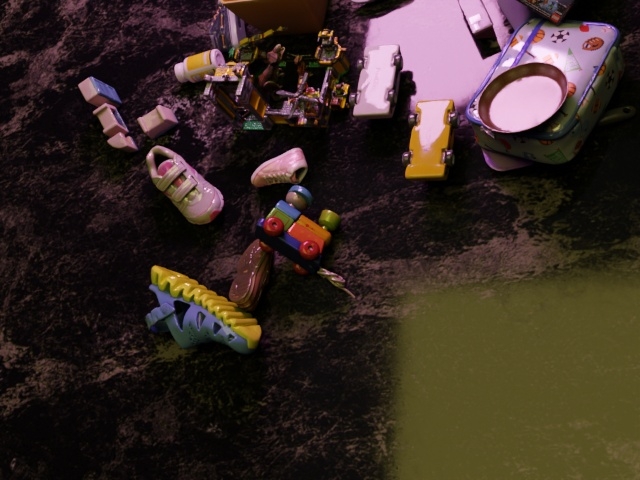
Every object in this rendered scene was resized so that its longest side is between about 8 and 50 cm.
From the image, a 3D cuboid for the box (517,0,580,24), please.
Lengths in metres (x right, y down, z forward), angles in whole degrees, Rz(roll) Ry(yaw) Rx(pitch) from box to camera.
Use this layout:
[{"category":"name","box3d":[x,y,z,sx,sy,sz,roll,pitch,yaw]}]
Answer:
[{"category":"box","box3d":[0.468,-0.541,1.587,0.159,0.044,0.233,36,55,13]}]

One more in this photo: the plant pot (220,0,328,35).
[{"category":"plant pot","box3d":[-0.081,-0.598,1.855,0.212,0.187,0.212,2,69,24]}]

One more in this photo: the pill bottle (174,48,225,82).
[{"category":"pill bottle","box3d":[-0.299,-0.428,1.950,0.116,0.065,0.065,-11,65,18]}]

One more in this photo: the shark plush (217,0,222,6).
[{"category":"shark plush","box3d":[-0.185,-0.598,1.997,0.161,0.073,0.067,27,101,10]}]

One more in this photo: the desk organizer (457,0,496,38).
[{"category":"desk organizer","box3d":[0.336,-0.491,1.706,0.047,0.050,0.130,-24,61,13]}]

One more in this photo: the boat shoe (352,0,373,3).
[{"category":"boat shoe","box3d":[0.140,-0.581,1.837,0.142,0.040,0.049,-14,73,18]}]

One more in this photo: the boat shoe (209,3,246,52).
[{"category":"boat shoe","box3d":[-0.236,-0.556,1.948,0.083,0.065,0.183,-3,93,25]}]

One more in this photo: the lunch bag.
[{"category":"lunch bag","box3d":[0.427,-0.293,1.526,0.243,0.115,0.303,23,70,37]}]

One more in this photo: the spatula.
[{"category":"spatula","box3d":[0.467,-0.206,1.541,0.296,0.030,0.084,-18,60,15]}]

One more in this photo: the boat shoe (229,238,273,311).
[{"category":"boat shoe","box3d":[-0.139,0.071,1.676,0.064,0.060,0.178,-7,49,33]}]

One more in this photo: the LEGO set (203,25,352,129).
[{"category":"LEGO set","box3d":[-0.107,-0.379,1.771,0.331,0.192,0.255,14,75,28]}]

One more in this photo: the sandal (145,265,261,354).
[{"category":"sandal","box3d":[-0.256,0.171,1.659,0.317,0.126,0.138,24,90,36]}]

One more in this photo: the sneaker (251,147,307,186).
[{"category":"sneaker","box3d":[-0.088,-0.146,1.747,0.134,0.051,0.070,-30,55,5]}]

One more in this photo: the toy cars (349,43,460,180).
[{"category":"toy cars","box3d":[0.181,-0.261,1.663,0.176,0.087,0.394,-35,56,1]}]

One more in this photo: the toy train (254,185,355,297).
[{"category":"toy train","box3d":[0.000,0.000,1.636,0.248,0.105,0.143,33,65,4]}]

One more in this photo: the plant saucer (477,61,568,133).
[{"category":"plant saucer","box3d":[0.370,-0.254,1.434,0.168,0.029,0.168,-18,49,21]}]

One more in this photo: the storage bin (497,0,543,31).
[{"category":"storage bin","box3d":[0.436,-0.496,1.642,0.091,0.098,0.135,-57,46,48]}]

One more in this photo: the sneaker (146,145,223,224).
[{"category":"sneaker","box3d":[-0.325,-0.129,1.809,0.252,0.111,0.103,39,88,31]}]

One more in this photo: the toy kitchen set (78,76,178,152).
[{"category":"toy kitchen set","box3d":[-0.470,-0.336,1.979,0.166,0.122,0.207,-31,80,9]}]
